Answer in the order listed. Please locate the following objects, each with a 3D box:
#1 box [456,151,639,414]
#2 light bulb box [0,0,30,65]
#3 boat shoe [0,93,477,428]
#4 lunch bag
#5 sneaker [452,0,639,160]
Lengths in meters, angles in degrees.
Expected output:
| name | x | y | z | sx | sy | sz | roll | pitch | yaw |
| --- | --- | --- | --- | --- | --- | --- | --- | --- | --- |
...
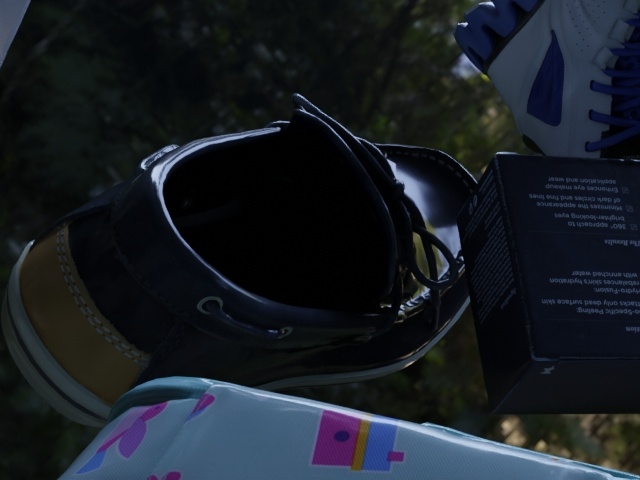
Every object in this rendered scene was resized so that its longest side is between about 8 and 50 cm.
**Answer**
| name | x | y | z | sx | sy | sz | roll | pitch | yaw |
| --- | --- | --- | --- | --- | --- | --- | --- | --- | --- |
| box | 0.188 | 0.031 | 1.074 | 0.093 | 0.156 | 0.158 | 116 | -29 | -56 |
| light bulb box | -0.295 | -0.167 | 0.703 | 0.225 | 0.358 | 0.361 | 43 | -47 | 6 |
| boat shoe | 0.000 | 0.000 | 1.093 | 0.156 | 0.500 | 0.187 | -43 | -107 | 32 |
| lunch bag | 0.020 | 0.175 | 0.606 | 0.279 | 0.108 | 0.224 | 10 | -50 | 22 |
| sneaker | 0.234 | -0.149 | 1.196 | 0.315 | 0.127 | 0.182 | -42 | -113 | 59 |
